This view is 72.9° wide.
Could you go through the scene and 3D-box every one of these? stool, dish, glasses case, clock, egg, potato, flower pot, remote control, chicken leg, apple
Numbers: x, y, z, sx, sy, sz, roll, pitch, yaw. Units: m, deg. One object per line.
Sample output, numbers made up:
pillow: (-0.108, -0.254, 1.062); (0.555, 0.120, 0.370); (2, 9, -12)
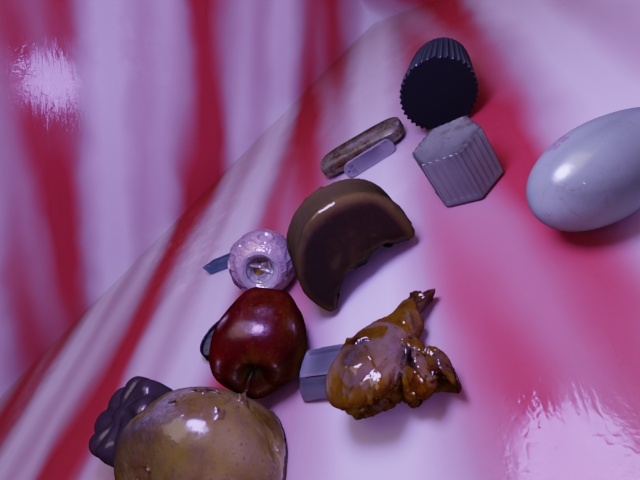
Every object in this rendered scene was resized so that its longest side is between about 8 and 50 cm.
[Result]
stool: (0.484, -0.656, 1.767); (0.297, 0.297, 0.330); (-20, 31, 31)
dish: (0.029, 0.344, 1.171); (0.212, 0.077, 0.151); (-19, 37, 33)
glasses case: (0.183, -0.424, 1.979); (0.425, 0.098, 0.156); (-25, 31, 25)
clock: (-0.378, 0.369, 1.635); (0.184, 0.040, 0.184); (-29, 32, 20)
glasses case: (-0.430, 0.092, 2.060); (0.266, 0.056, 0.105); (-20, 12, 31)
egg: (0.648, -0.165, 0.986); (0.371, 0.230, 0.230); (-34, 30, 1)
potato: (-0.345, 0.556, 1.094); (0.442, 0.319, 0.385); (-31, 30, 21)
flower pot: (0.433, -0.250, 1.378); (0.209, 0.189, 0.239); (-33, 31, 15)
remote control: (0.210, -0.356, 1.879); (0.245, 0.077, 0.022); (-30, 34, 18)
chicken leg: (0.210, 0.265, 1.030); (0.295, 0.182, 0.409); (5, 37, 40)
apple: (-0.177, 0.296, 1.281); (0.288, 0.288, 0.317); (-27, 23, 23)

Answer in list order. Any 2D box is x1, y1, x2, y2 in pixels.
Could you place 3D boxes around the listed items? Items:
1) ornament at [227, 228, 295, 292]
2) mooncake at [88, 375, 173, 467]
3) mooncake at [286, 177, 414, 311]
ornament: (-0.217, 0.084, 1.623); (0.259, 0.259, 0.225); (-36, 12, 8)
mooncake: (-0.646, 0.624, 1.501); (0.306, 0.154, 0.306); (-26, 35, 20)
mooncake: (0.094, 0.005, 1.398); (0.394, 0.393, 0.246); (-4, 26, -17)
